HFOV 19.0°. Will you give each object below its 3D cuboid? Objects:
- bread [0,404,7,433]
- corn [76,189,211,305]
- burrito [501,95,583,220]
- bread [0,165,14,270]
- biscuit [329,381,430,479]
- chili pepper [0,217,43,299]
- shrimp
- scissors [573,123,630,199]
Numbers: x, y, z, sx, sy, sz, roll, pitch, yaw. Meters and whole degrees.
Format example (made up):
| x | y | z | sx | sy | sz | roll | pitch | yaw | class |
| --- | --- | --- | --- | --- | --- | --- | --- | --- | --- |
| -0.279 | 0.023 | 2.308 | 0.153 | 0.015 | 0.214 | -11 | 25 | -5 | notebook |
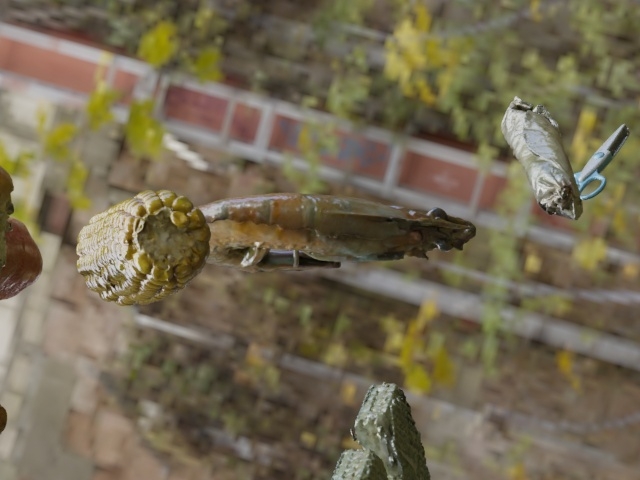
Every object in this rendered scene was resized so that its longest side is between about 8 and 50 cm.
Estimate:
| x | y | z | sx | sy | sz | roll | pitch | yaw | class |
| --- | --- | --- | --- | --- | --- | --- | --- | --- | --- |
| -0.411 | 0.231 | 1.809 | 0.271 | 0.139 | 0.077 | -53 | 3 | -29 | bread |
| -0.111 | 0.006 | 1.187 | 0.207 | 0.068 | 0.068 | 170 | 119 | -74 | corn |
| 0.195 | -0.071 | 1.671 | 0.045 | 0.058 | 0.188 | -48 | 26 | 22 | burrito |
| -0.375 | 0.001 | 1.596 | 0.245 | 0.174 | 0.121 | -27 | -57 | -37 | bread |
| 0.058 | 0.250 | 1.856 | 0.250 | 0.046 | 0.147 | -57 | -46 | -64 | biscuit |
| -0.327 | 0.019 | 1.954 | 0.192 | 0.086 | 0.084 | -2 | -95 | -76 | chili pepper |
| 0.000 | -0.002 | 1.560 | 0.143 | 0.251 | 0.052 | 113 | 162 | -71 | shrimp |
| 0.270 | -0.076 | 1.871 | 0.119 | 0.058 | 0.014 | -47 | -54 | -36 | scissors |
